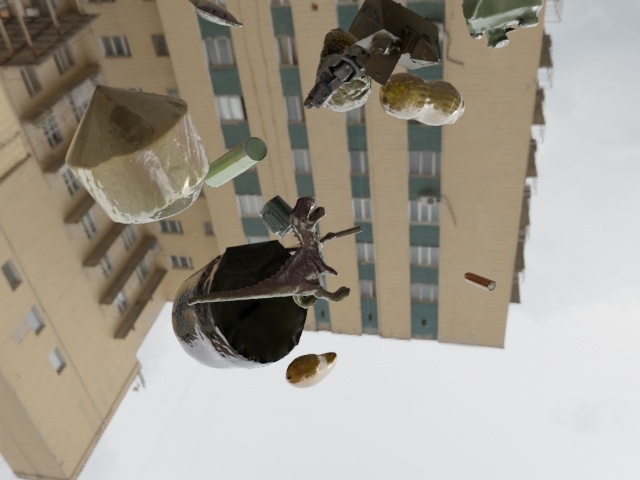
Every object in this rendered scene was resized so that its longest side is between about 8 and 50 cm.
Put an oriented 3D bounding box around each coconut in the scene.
[{"bbox_3d":[-0.418,-0.204,1.356,0.328,0.329,0.329,-5,-144,3],"label":"coconut"}]

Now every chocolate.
[{"bbox_3d":[0.279,-0.386,1.648,0.309,0.134,0.134,1,-155,-41],"label":"chocolate"},{"bbox_3d":[-0.270,0.204,1.814,0.331,0.384,0.384,-11,-154,43],"label":"chocolate"}]

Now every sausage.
[{"bbox_3d":[0.434,0.110,1.662,0.031,0.031,0.107,-27,-154,-25],"label":"sausage"}]

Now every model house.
[{"bbox_3d":[0.185,-0.421,1.346,0.180,0.176,0.248,14,-154,-33],"label":"model house"}]

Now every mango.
[{"bbox_3d":[-0.026,0.333,1.556,0.075,0.098,0.190,44,-155,22],"label":"mango"}]

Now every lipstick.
[{"bbox_3d":[-0.254,-0.221,1.741,0.076,0.076,0.304,-37,-168,-34],"label":"lipstick"}]

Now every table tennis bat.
[{"bbox_3d":[0.000,0.000,1.934,0.274,0.021,0.154,-17,-175,3],"label":"table tennis bat"}]

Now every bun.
[{"bbox_3d":[0.088,-0.581,2.136,0.204,0.282,0.282,12,-143,-2],"label":"bun"}]

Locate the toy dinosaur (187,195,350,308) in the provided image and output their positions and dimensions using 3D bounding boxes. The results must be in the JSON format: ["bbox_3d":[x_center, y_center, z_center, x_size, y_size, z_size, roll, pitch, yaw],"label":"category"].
[{"bbox_3d":[-0.061,0.059,0.991,0.251,0.200,0.072,-40,-146,7],"label":"toy dinosaur"}]

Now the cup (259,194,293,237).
[{"bbox_3d":[-0.152,-0.078,2.165,0.129,0.095,0.128,45,-137,7],"label":"cup"}]

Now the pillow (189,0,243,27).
[{"bbox_3d":[-0.274,-0.582,1.525,0.130,0.038,0.233,12,-156,-27],"label":"pillow"}]

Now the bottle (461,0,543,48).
[{"bbox_3d":[0.368,-0.590,1.259,0.228,0.352,0.229,-13,-171,2],"label":"bottle"}]

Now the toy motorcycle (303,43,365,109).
[{"bbox_3d":[0.045,-0.415,1.534,0.215,0.080,0.122,-51,-155,-3],"label":"toy motorcycle"}]
